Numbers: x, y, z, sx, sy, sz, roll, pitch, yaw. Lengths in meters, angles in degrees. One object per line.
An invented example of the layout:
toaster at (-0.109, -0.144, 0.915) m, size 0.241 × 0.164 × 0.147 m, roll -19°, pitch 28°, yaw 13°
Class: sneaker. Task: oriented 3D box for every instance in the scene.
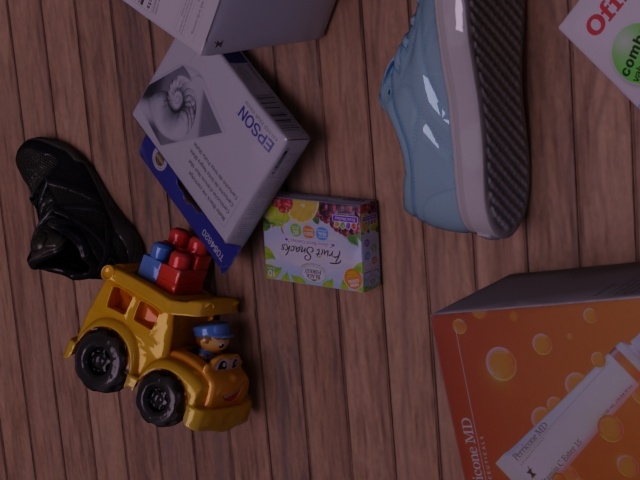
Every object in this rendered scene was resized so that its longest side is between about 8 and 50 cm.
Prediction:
sneaker at (0.115, -0.181, 1.485) m, size 0.150 × 0.135 × 0.366 m, roll 5°, pitch 105°, yaw 33°
sneaker at (-0.334, -0.039, 1.874) m, size 0.227 × 0.130 × 0.087 m, roll 53°, pitch 125°, yaw 16°

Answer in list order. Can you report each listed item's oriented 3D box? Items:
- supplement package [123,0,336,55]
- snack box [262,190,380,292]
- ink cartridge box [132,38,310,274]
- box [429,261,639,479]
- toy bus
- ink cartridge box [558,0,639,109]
supplement package at (-0.065, -0.345, 1.532) m, size 0.145 × 0.204 × 0.262 m, roll 38°, pitch 122°, yaw 26°
snack box at (0.000, 0.000, 1.685) m, size 0.141 × 0.037 × 0.100 m, roll 7°, pitch 107°, yaw 37°
ink cartridge box at (-0.132, -0.110, 1.727) m, size 0.223 × 0.045 × 0.224 m, roll 52°, pitch 128°, yaw 28°
box at (0.306, 0.138, 1.404) m, size 0.345 × 0.168 × 0.215 m, roll -8°, pitch 98°, yaw 39°
toy bus at (-0.170, 0.102, 1.793) m, size 0.220 × 0.149 × 0.211 m, roll 27°, pitch 102°, yaw 27°
ink cartridge box at (0.385, -0.168, 1.239) m, size 0.270 × 0.197 × 0.198 m, roll 48°, pitch 125°, yaw 18°
